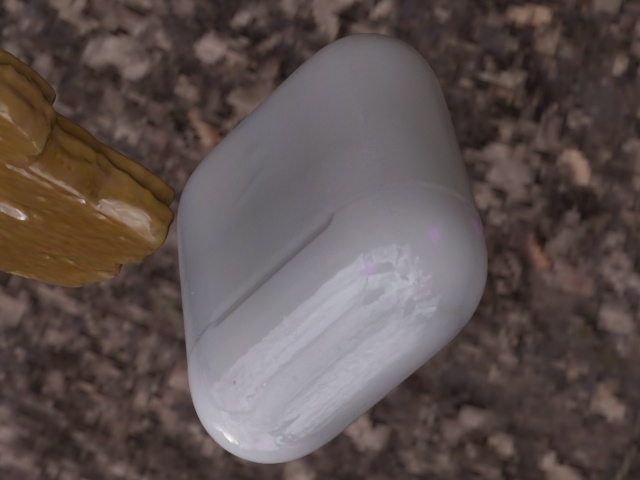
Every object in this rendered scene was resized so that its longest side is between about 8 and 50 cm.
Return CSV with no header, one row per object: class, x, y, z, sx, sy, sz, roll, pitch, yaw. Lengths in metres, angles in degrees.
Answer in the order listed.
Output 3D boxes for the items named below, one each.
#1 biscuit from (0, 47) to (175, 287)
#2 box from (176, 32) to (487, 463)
biscuit,-0.218,-0.054,1.003,0.269,0.051,0.376,24,163,-18
box,0.001,0.001,1.605,0.141,0.349,0.288,35,117,-31
